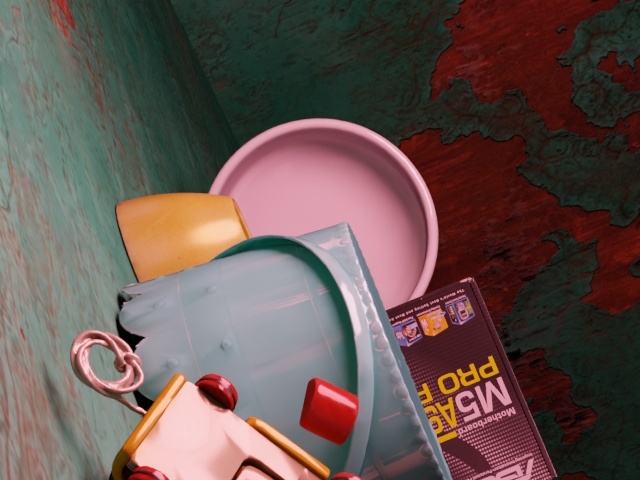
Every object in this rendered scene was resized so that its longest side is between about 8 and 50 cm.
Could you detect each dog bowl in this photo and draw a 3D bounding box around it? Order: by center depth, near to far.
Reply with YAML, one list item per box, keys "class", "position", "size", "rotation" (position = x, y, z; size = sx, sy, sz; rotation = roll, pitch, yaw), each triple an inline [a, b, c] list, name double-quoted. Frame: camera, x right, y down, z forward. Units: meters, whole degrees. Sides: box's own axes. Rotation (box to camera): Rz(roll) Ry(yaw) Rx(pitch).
- class: "dog bowl"
  position: [0.000, 0.000, 1.953]
  size: [0.104, 0.265, 0.265]
  rotation: [60, 8, -85]

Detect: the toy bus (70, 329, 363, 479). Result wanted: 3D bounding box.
- class: "toy bus"
  position: [-0.060, 0.165, 1.017]
  size: [0.104, 0.191, 0.202]
  rotation: [-52, -133, 41]

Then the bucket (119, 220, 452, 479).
- class: "bucket"
  position: [-0.020, 0.126, 1.330]
  size: [0.281, 0.183, 0.281]
  rotation: [-22, 90, -87]

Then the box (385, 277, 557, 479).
- class: "box"
  position: [0.068, 0.183, 1.711]
  size: [0.060, 0.270, 0.216]
  rotation: [48, 20, -86]

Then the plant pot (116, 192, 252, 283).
- class: "plant pot"
  position: [-0.107, 0.011, 1.505]
  size: [0.134, 0.095, 0.134]
  rotation: [-23, 90, -87]
